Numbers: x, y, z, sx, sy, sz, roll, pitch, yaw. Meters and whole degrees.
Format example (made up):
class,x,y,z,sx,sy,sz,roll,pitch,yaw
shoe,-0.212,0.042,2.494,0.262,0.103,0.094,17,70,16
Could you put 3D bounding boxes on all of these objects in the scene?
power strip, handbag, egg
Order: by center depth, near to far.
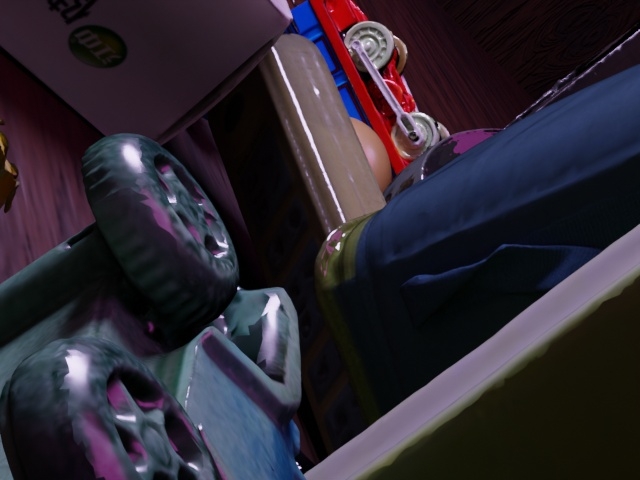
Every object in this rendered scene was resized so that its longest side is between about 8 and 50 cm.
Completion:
class,x,y,z,sx,sy,sz,roll,pitch,yaw
handbag,0.166,0.053,0.723,0.222,0.241,0.263,-17,86,-48
power strip,0.000,0.000,0.923,0.066,0.092,0.388,5,45,-28
egg,0.018,-0.050,1.195,0.080,0.080,0.096,29,32,-54

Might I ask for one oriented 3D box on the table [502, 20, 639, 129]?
class,x,y,z,sx,sy,sz,roll,pitch,yaw
table,0.214,0.034,1.137,0.282,0.250,0.196,51,-7,0

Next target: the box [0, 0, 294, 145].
class,x,y,z,sx,sy,sz,roll,pitch,yaw
box,-0.181,-0.226,0.929,0.333,0.145,0.173,42,15,-30

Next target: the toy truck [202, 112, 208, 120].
class,x,y,z,sx,sy,sz,roll,pitch,yaw
toy truck,-0.115,-0.162,1.134,0.081,0.067,0.175,26,30,-45

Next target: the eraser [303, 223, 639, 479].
class,x,y,z,sx,sy,sz,roll,pitch,yaw
eraser,0.088,0.144,0.548,0.210,0.274,0.092,50,6,-3

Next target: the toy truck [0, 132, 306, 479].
class,x,y,z,sx,sy,sz,roll,pitch,yaw
toy truck,-0.076,0.093,0.431,0.156,0.155,0.279,54,12,-18

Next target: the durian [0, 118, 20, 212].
class,x,y,z,sx,sy,sz,roll,pitch,yaw
durian,-0.184,-0.077,0.619,0.224,0.078,0.140,91,-21,-76

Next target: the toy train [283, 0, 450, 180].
class,x,y,z,sx,sy,sz,roll,pitch,yaw
toy train,0.026,-0.107,1.297,0.204,0.131,0.083,64,12,11

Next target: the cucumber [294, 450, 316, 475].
class,x,y,z,sx,sy,sz,roll,pitch,yaw
cucumber,0.004,0.141,0.754,0.163,0.039,0.043,56,-5,20

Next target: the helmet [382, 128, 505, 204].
class,x,y,z,sx,sy,sz,roll,pitch,yaw
helmet,0.092,0.020,0.974,0.153,0.107,0.177,-19,97,-39
